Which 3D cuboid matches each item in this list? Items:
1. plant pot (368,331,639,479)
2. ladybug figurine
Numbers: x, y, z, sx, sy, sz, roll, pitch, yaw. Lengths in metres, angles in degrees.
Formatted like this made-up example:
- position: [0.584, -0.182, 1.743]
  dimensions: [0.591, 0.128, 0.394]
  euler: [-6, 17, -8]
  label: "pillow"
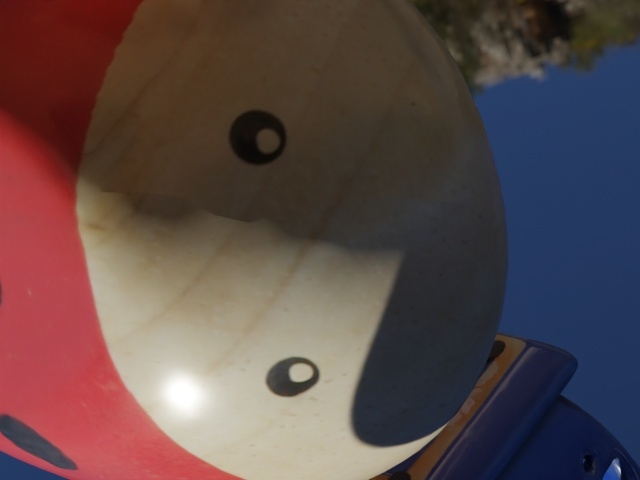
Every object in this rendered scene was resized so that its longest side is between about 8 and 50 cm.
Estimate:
- position: [0.086, 0.191, 1.414]
  dimensions: [0.236, 0.212, 0.236]
  euler: [12, -131, 43]
  label: "plant pot"
- position: [-0.111, -0.015, 0.863]
  dimensions: [0.162, 0.305, 0.449]
  euler: [-20, -166, -36]
  label: "ladybug figurine"
